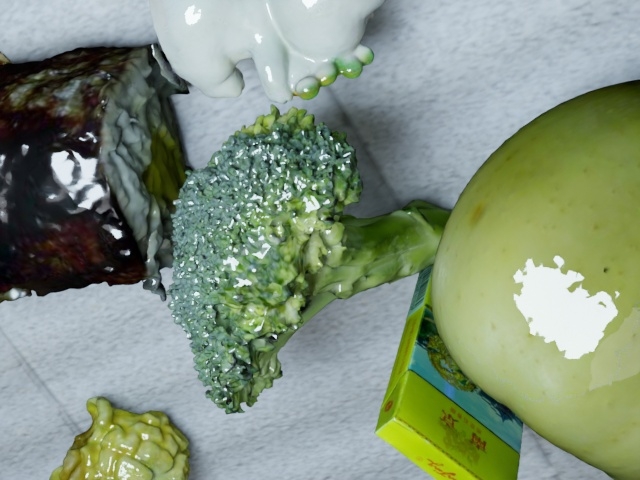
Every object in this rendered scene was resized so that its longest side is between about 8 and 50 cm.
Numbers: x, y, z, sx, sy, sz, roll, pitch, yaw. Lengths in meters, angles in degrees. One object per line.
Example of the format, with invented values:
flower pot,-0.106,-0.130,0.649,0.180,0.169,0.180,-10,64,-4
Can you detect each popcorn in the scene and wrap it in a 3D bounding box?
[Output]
popcorn,-0.309,0.356,1.808,0.217,0.181,0.235,44,114,-13

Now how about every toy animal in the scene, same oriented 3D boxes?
toy animal,-0.044,-0.299,1.358,0.310,0.183,0.247,-14,117,19

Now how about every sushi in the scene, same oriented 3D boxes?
sushi,-0.322,-0.080,1.482,0.294,0.299,0.281,-4,139,13

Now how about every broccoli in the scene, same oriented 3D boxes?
broccoli,0.004,-0.014,1.409,0.397,0.275,0.353,-23,162,-16

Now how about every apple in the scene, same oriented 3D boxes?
apple,0.366,0.040,1.337,0.474,0.473,0.473,5,121,9

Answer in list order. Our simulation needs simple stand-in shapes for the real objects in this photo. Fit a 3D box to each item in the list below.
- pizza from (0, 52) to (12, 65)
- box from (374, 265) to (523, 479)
pizza,-0.460,-0.242,1.570,0.100,0.029,0.099,-15,115,19
box,0.179,0.173,1.505,0.187,0.335,0.047,39,126,-12
